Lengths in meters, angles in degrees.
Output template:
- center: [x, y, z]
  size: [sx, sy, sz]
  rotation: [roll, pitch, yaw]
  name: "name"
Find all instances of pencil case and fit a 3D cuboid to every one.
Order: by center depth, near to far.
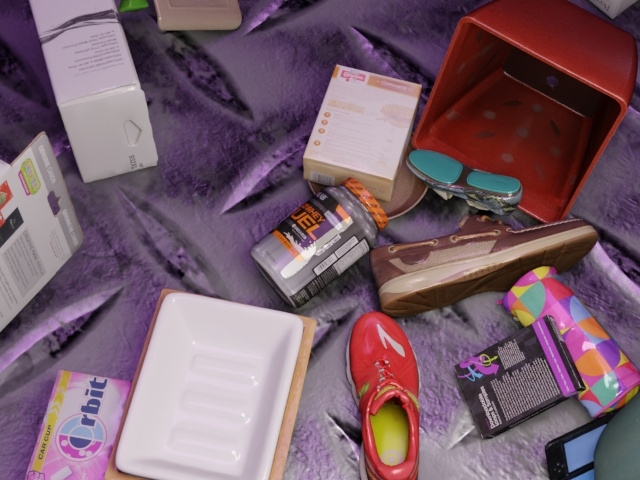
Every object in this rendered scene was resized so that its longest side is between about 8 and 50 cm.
- center: [0.360, 0.145, 1.646]
  size: [0.104, 0.104, 0.236]
  rotation: [-28, 63, -15]
  name: "pencil case"

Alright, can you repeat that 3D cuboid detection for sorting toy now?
- center: [-0.226, -0.446, 1.919]
  size: [0.348, 0.047, 0.196]
  rotation: [-11, 89, -45]
  name: "sorting toy"

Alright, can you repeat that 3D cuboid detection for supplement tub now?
- center: [0.000, 0.000, 1.690]
  size: [0.190, 0.117, 0.117]
  rotation: [-40, 68, -8]
  name: "supplement tub"

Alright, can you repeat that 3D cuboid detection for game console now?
- center: [0.380, 0.310, 1.566]
  size: [0.122, 0.107, 0.071]
  rotation: [-22, 29, -13]
  name: "game console"

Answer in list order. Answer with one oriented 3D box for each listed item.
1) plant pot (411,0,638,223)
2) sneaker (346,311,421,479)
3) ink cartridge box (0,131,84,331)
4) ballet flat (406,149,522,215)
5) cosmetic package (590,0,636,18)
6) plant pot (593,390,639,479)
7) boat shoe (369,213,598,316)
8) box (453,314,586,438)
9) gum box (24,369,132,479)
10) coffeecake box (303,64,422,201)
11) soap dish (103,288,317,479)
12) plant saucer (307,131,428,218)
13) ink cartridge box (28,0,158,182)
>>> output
- center: [0.338, -0.234, 1.763]
  size: [0.267, 0.267, 0.236]
  rotation: [31, 48, 11]
  name: "plant pot"
- center: [0.098, 0.216, 1.587]
  size: [0.107, 0.118, 0.279]
  rotation: [-5, 61, -4]
  name: "sneaker"
- center: [-0.486, -0.008, 1.596]
  size: [0.130, 0.309, 0.272]
  rotation: [33, 65, 16]
  name: "ink cartridge box"
- center: [0.216, -0.082, 1.758]
  size: [0.188, 0.070, 0.070]
  rotation: [22, 63, 22]
  name: "ballet flat"
- center: [0.516, -0.514, 1.960]
  size: [0.151, 0.183, 0.151]
  rotation: [-36, 68, -19]
  name: "cosmetic package"
- center: [0.512, 0.262, 1.398]
  size: [0.341, 0.334, 0.341]
  rotation: [6, 63, -11]
  name: "plant pot"
- center: [0.239, 0.010, 1.706]
  size: [0.342, 0.123, 0.123]
  rotation: [-17, 64, -3]
  name: "boat shoe"
- center: [0.277, 0.192, 1.605]
  size: [0.162, 0.029, 0.116]
  rotation: [-32, 60, 22]
  name: "box"
- center: [-0.329, 0.282, 1.577]
  size: [0.107, 0.062, 0.188]
  rotation: [9, 61, 4]
  name: "gum box"
- center: [0.066, -0.169, 1.788]
  size: [0.142, 0.068, 0.185]
  rotation: [15, 62, 7]
  name: "coffeecake box"
- center: [-0.144, 0.225, 1.580]
  size: [0.229, 0.118, 0.291]
  rotation: [11, 61, 5]
  name: "soap dish"
- center: [0.075, -0.107, 1.813]
  size: [0.198, 0.036, 0.198]
  rotation: [0, 60, 0]
  name: "plant saucer"
- center: [-0.363, -0.282, 1.797]
  size: [0.129, 0.223, 0.307]
  rotation: [-16, 62, -9]
  name: "ink cartridge box"
